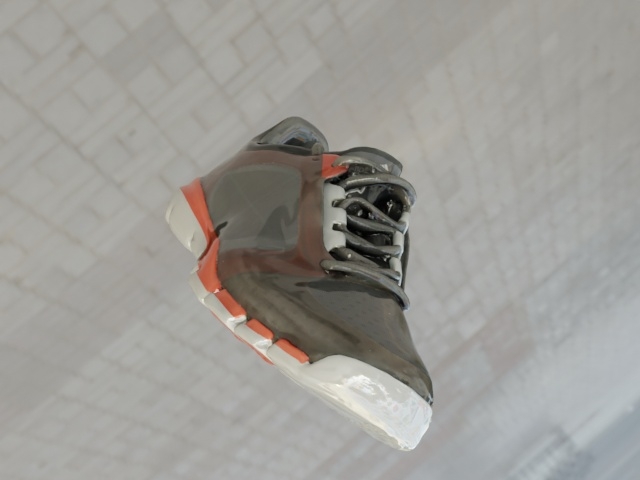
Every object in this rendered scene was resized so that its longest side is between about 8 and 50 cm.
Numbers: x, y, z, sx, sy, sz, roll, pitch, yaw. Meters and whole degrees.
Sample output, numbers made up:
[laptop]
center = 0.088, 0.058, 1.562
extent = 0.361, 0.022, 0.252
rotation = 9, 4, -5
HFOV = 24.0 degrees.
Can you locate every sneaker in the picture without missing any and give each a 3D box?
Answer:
[sneaker]
center = 0.000, 0.000, 0.436
extent = 0.065, 0.158, 0.061
rotation = -48, 122, 4
